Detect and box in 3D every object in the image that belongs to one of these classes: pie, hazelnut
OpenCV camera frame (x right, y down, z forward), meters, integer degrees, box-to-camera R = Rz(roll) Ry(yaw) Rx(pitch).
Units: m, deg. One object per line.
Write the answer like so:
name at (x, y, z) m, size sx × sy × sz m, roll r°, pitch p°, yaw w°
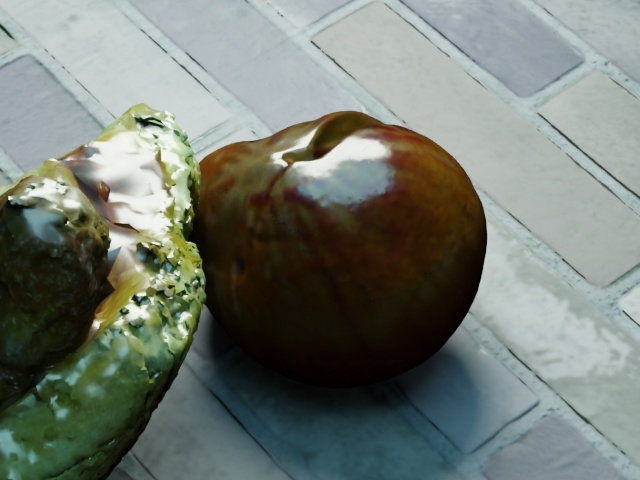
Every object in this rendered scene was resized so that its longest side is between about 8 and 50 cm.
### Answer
pie at (-0.209, 0.093, 1.286) m, size 0.180 × 0.395 × 0.418 m, roll 39°, pitch 12°, yaw -3°
hazelnut at (0.000, 0.000, 1.473) m, size 0.251 × 0.217 × 0.217 m, roll 10°, pitch 48°, yaw 34°
